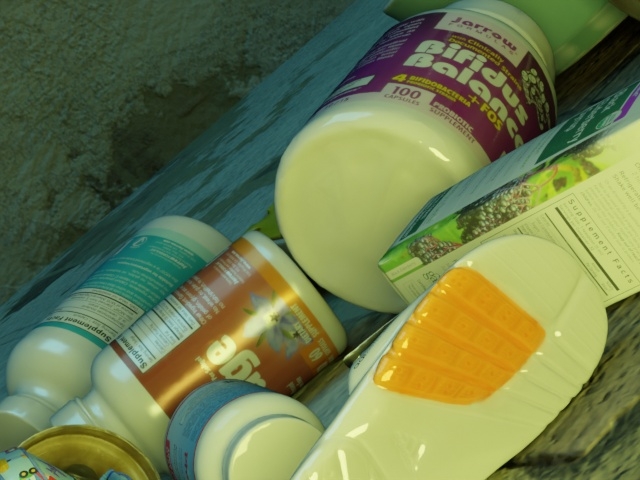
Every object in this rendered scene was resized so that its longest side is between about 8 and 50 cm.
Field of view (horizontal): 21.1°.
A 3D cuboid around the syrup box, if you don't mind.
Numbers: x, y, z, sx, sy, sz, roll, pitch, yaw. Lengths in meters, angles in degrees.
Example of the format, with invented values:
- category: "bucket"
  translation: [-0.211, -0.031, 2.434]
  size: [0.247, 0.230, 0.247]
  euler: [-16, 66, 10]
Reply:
- category: "syrup box"
  translation: [0.159, -0.018, 1.032]
  size: [0.237, 0.096, 0.093]
  euler: [-31, 12, 39]

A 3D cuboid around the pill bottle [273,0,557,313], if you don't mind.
- category: "pill bottle"
  translation: [0.091, -0.082, 1.348]
  size: [0.169, 0.169, 0.301]
  euler: [-32, 13, 33]

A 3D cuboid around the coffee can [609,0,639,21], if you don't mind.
- category: "coffee can"
  translation: [0.345, -0.321, 1.427]
  size: [0.201, 0.201, 0.275]
  euler: [-28, 14, 44]

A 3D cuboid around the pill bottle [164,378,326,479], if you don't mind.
- category: "pill bottle"
  translation: [-0.043, 0.136, 1.078]
  size: [0.087, 0.087, 0.160]
  euler: [-40, 10, -12]

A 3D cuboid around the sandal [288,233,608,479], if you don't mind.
- category: "sandal"
  translation: [0.043, 0.097, 0.915]
  size: [0.265, 0.102, 0.076]
  euler: [-44, 14, -21]

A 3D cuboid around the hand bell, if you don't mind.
- category: "hand bell"
  translation: [-0.206, 0.227, 1.268]
  size: [0.126, 0.126, 0.242]
  euler: [-44, 0, -31]

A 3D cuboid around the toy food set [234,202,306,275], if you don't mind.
- category: "toy food set"
  translation: [0.009, -0.066, 1.655]
  size: [0.220, 0.092, 0.306]
  euler: [-11, 27, 44]

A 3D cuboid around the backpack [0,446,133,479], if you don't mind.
- category: "backpack"
  translation: [-0.140, 0.183, 0.961]
  size: [0.117, 0.173, 0.158]
  euler: [-40, 9, -10]

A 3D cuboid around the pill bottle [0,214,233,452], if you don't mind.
- category: "pill bottle"
  translation: [-0.175, 0.104, 1.509]
  size: [0.146, 0.146, 0.264]
  euler: [-26, 16, 49]

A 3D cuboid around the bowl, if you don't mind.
- category: "bowl"
  translation: [0.224, -0.269, 1.618]
  size: [0.311, 0.163, 0.311]
  euler: [-44, 2, 2]

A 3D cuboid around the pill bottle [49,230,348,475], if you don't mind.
- category: "pill bottle"
  translation: [-0.095, 0.102, 1.314]
  size: [0.216, 0.121, 0.121]
  euler: [-40, 10, -7]
